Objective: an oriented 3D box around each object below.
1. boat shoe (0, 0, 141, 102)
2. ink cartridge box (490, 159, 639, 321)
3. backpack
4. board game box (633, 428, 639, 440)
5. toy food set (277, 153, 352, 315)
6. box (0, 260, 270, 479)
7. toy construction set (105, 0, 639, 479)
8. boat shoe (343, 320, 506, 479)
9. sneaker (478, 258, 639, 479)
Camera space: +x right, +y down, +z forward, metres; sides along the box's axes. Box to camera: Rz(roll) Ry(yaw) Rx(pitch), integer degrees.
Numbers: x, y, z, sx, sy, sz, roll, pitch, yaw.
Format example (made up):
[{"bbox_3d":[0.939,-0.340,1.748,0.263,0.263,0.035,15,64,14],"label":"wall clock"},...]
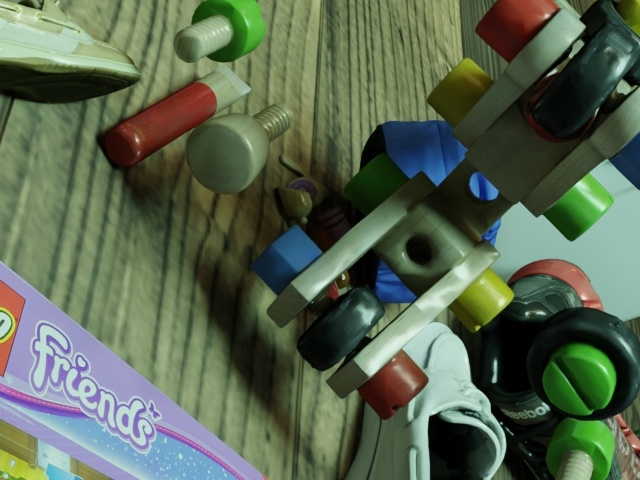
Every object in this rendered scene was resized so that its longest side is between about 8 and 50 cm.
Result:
[{"bbox_3d":[-0.139,-0.097,0.584,0.135,0.050,0.045,1,74,-62],"label":"boat shoe"},{"bbox_3d":[0.318,-0.078,1.153,0.166,0.285,0.395,62,27,-9],"label":"ink cartridge box"},{"bbox_3d":[0.073,-0.028,0.826,0.120,0.101,0.098,89,-7,-54],"label":"backpack"},{"bbox_3d":[0.348,0.304,1.053,0.317,0.046,0.214,-58,124,-81],"label":"board game box"},{"bbox_3d":[0.000,0.000,0.797,0.078,0.019,0.122,37,39,-45],"label":"toy food set"},{"bbox_3d":[-0.086,0.156,0.470,0.293,0.057,0.201,47,33,-34],"label":"box"},{"bbox_3d":[0.069,-0.056,0.692,0.237,0.308,0.258,-46,154,-58],"label":"toy construction set"},{"bbox_3d":[0.076,0.133,0.758,0.095,0.084,0.258,54,29,-23],"label":"boat shoe"},{"bbox_3d":[0.192,0.153,0.948,0.135,0.097,0.276,-9,80,-56],"label":"sneaker"}]
